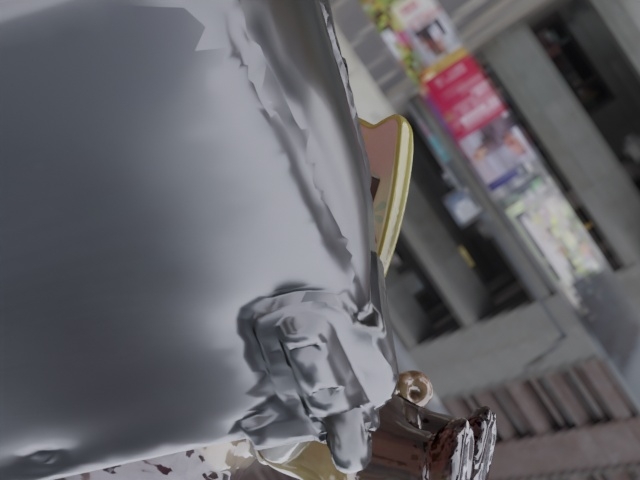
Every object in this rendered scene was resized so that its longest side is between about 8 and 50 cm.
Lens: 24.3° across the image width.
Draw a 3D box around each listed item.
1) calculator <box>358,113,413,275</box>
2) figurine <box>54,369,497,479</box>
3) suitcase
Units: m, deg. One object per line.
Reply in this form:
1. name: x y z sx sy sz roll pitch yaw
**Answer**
1. calculator: 0.000 0.000 1.196 0.033 0.157 0.236 10 103 -44
2. figurine: -0.061 0.116 1.131 0.365 0.206 0.218 -6 -167 22
3. suitcase: -0.162 -0.025 0.475 0.345 0.188 0.339 -11 153 6
